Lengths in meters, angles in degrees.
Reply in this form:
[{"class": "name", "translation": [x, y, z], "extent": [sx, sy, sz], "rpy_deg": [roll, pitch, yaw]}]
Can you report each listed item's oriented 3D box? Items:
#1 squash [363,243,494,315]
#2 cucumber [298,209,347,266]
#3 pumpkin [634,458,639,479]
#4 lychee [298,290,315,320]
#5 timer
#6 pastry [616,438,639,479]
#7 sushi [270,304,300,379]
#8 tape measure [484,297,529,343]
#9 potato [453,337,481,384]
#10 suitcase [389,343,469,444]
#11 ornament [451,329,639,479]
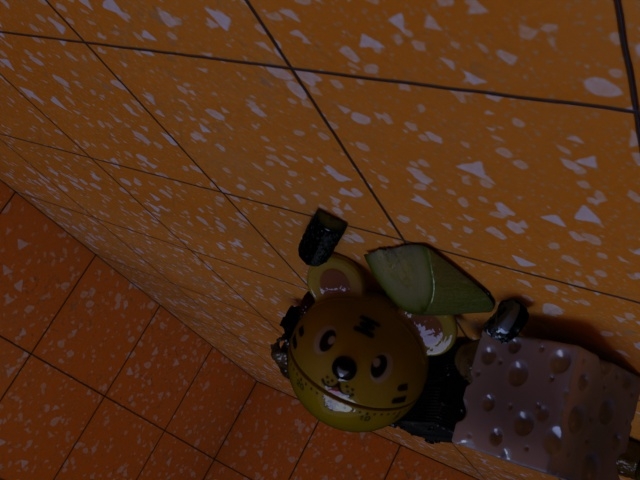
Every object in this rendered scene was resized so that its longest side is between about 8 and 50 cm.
[{"class": "squash", "translation": [0.237, 0.082, 1.614], "extent": [0.237, 0.154, 0.204], "rpy_deg": [-10, 101, 65]}, {"class": "cucumber", "translation": [-0.003, 0.002, 1.678], "extent": [0.078, 0.062, 0.211], "rpy_deg": [29, 162, 0]}, {"class": "pumpkin", "translation": [0.814, 0.528, 1.735], "extent": [0.218, 0.162, 0.219], "rpy_deg": [10, 137, 9]}, {"class": "lychee", "translation": [-0.001, 0.182, 2.056], "extent": [0.123, 0.129, 0.123], "rpy_deg": [49, -172, -9]}, {"class": "timer", "translation": [0.098, 0.249, 1.837], "extent": [0.376, 0.376, 0.387], "rpy_deg": [26, 119, 10]}, {"class": "pastry", "translation": [0.779, 0.553, 1.969], "extent": [0.153, 0.081, 0.153], "rpy_deg": [19, 153, 10]}, {"class": "sushi", "translation": [-0.033, 0.328, 2.362], "extent": [0.238, 0.219, 0.225], "rpy_deg": [11, 159, 45]}, {"class": "tape measure", "translation": [0.362, 0.155, 1.510], "extent": [0.054, 0.091, 0.094], "rpy_deg": [37, 179, -3]}, {"class": "potato", "translation": [0.391, 0.268, 1.755], "extent": [0.138, 0.098, 0.243], "rpy_deg": [41, -163, 31]}, {"class": "suitcase", "translation": [0.322, 0.394, 1.989], "extent": [0.152, 0.230, 0.335], "rpy_deg": [24, 162, -11]}, {"class": "ornament", "translation": [0.449, 0.336, 1.549], "extent": [0.239, 0.240, 0.239], "rpy_deg": [25, 167, -34]}]
